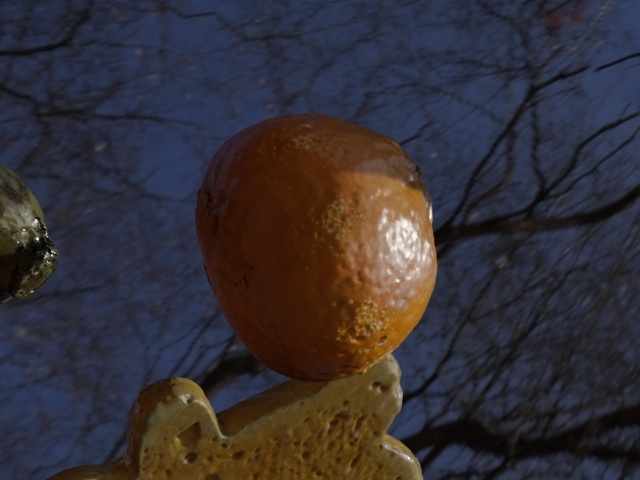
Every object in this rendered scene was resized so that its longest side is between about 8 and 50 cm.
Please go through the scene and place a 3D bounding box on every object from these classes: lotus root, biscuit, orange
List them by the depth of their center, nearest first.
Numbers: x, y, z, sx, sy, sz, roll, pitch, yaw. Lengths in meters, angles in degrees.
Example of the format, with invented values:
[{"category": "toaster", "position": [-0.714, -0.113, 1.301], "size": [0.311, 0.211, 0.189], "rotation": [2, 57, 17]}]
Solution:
[{"category": "orange", "position": [0.000, 0.001, 0.845], "size": [0.117, 0.135, 0.136], "rotation": [-30, -90, 12]}, {"category": "biscuit", "position": [-0.058, 0.130, 0.916], "size": [0.234, 0.030, 0.153], "rotation": [-21, -56, -15]}, {"category": "lotus root", "position": [-0.222, -0.015, 0.962], "size": [0.179, 0.080, 0.089], "rotation": [20, -62, 22]}]
